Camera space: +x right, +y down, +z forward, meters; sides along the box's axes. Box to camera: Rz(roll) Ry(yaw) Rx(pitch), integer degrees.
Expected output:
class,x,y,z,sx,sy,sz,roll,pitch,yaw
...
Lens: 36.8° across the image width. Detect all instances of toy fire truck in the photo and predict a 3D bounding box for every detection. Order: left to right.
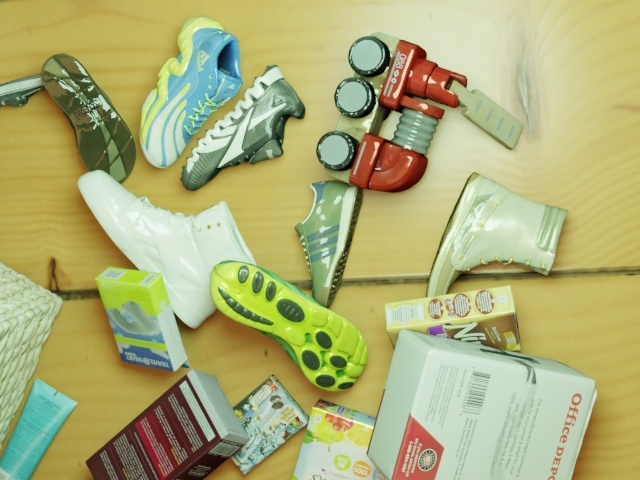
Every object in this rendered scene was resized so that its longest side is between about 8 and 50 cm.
class,x,y,z,sx,sy,sz,roll,pitch,yaw
toy fire truck,0.151,-0.162,1.398,0.246,0.158,0.217,21,97,17

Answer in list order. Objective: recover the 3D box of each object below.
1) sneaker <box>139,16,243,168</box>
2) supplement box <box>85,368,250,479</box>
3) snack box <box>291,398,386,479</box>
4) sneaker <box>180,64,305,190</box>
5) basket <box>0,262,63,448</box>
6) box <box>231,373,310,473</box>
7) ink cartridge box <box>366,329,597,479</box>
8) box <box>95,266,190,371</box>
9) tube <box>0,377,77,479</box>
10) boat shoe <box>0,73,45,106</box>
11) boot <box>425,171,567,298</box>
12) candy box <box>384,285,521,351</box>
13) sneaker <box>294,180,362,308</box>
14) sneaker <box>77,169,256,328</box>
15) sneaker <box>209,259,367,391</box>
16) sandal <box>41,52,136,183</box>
class,x,y,z,sx,sy,sz,roll,pitch,yaw
sneaker,-0.190,-0.215,1.440,0.126,0.091,0.240,24,98,44
supplement box,-0.240,0.328,1.498,0.239,0.073,0.130,-40,58,10
snack box,0.066,0.360,1.476,0.207,0.070,0.175,18,95,8
sneaker,-0.113,-0.149,1.461,0.106,0.078,0.234,44,98,6
basket,-0.601,0.181,1.446,0.266,0.328,0.331,25,97,2
box,-0.097,0.290,1.518,0.137,0.027,0.094,-40,88,10
ink cartridge box,0.228,0.255,1.368,0.272,0.114,0.197,13,97,-18
box,-0.271,0.129,1.476,0.109,0.042,0.178,6,123,29
tube,-0.480,0.336,1.577,0.080,0.052,0.207,28,93,1
boat shoe,-0.489,-0.233,1.536,0.142,0.049,0.040,-13,111,11
boot,0.256,0.025,1.419,0.165,0.077,0.213,22,97,4
candy box,0.195,0.128,1.416,0.186,0.109,0.053,-11,51,10
sneaker,0.000,0.000,1.466,0.086,0.064,0.192,16,96,15
sneaker,-0.224,-0.027,1.482,0.169,0.108,0.292,-39,97,8
sneaker,-0.042,0.115,1.442,0.295,0.123,0.109,41,94,-23
sandal,-0.361,-0.189,1.502,0.090,0.060,0.219,-32,107,-3
